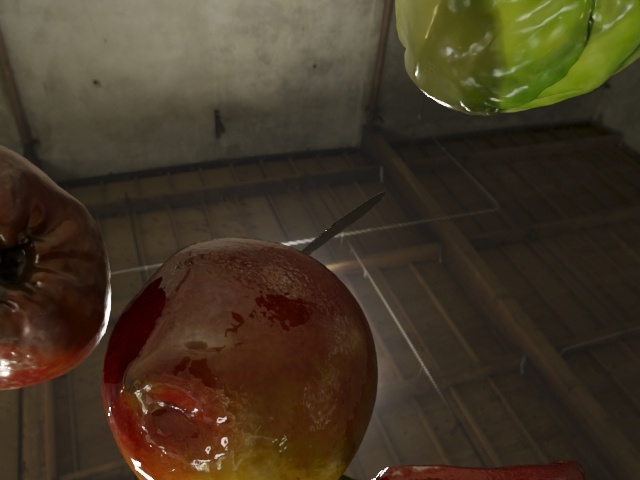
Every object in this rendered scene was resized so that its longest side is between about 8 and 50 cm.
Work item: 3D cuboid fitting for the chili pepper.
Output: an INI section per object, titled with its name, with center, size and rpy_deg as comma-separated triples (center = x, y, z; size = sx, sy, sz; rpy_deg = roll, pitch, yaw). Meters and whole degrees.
[chili pepper]
center = 0.185, 0.308, 0.691
size = 0.368, 0.137, 0.092
rpy_deg = 8, -97, -14

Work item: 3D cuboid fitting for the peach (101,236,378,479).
[peach]
center = -0.087, 0.142, 0.632
size = 0.307, 0.308, 0.332
rpy_deg = 25, -177, 21

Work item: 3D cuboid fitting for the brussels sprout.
[brussels sprout]
center = 0.214, -0.265, 0.582
size = 0.259, 0.294, 0.227
rpy_deg = 50, -151, 9

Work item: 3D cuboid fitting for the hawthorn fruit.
[hawthorn fruit]
center = -0.369, 0.026, 0.630
size = 0.284, 0.284, 0.284
rpy_deg = 3, -140, -3

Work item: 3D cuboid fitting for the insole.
[insole]
center = 0.000, 0.000, 1.251
size = 0.009, 0.348, 0.119
rpy_deg = 56, -160, 10
